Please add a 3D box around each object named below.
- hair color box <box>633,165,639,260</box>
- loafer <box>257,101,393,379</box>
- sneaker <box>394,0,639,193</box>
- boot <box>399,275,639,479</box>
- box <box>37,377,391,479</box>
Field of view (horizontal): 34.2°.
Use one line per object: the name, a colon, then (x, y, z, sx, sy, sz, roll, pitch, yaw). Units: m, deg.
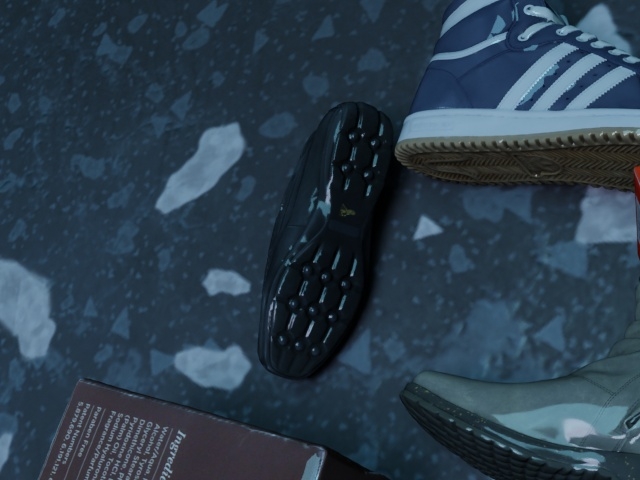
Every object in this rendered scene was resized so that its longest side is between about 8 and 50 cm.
hair color box: (0.268, -0.017, 0.636, 0.141, 0.072, 0.043, -10, 35, 8)
loafer: (0.000, 0.000, 0.816, 0.078, 0.076, 0.223, -9, 63, 67)
sneaker: (0.193, -0.119, 0.740, 0.282, 0.099, 0.153, 5, 70, 34)
boot: (0.187, 0.089, 0.665, 0.246, 0.083, 0.161, 14, 63, 32)
box: (-0.069, 0.208, 0.680, 0.203, 0.168, 0.167, 9, 71, 33)
